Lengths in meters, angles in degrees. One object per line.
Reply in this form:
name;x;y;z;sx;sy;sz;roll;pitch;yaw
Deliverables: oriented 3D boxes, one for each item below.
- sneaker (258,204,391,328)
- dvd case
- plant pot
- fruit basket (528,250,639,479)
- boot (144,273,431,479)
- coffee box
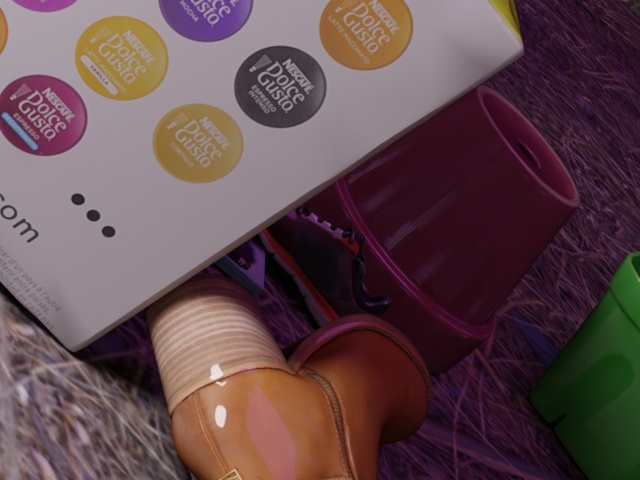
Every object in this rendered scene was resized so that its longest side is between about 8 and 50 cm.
sneaker;0.000;0.000;1.480;0.158;0.065;0.061;56;15;-10
dvd case;-0.074;-0.016;1.453;0.087;0.013;0.119;43;18;-19
plant pot;0.105;-0.023;1.611;0.201;0.180;0.201;43;19;-19
fruit basket;0.402;0.075;1.813;0.283;0.392;0.392;54;19;13
boot;0.014;0.148;1.202;0.283;0.109;0.220;34;28;-57
coffee box;-0.114;-0.216;1.176;0.337;0.334;0.338;49;20;-24
